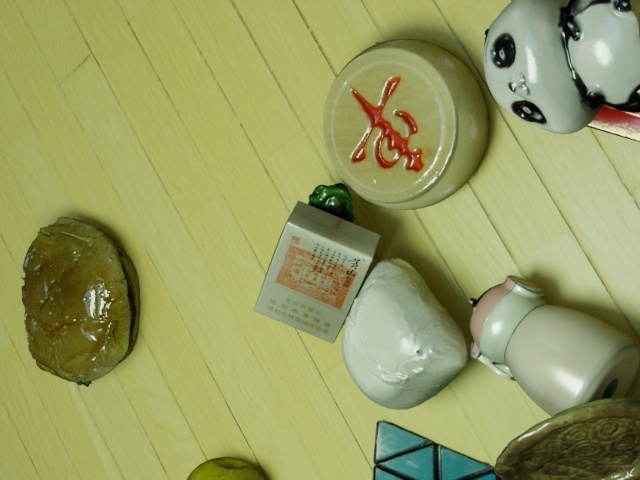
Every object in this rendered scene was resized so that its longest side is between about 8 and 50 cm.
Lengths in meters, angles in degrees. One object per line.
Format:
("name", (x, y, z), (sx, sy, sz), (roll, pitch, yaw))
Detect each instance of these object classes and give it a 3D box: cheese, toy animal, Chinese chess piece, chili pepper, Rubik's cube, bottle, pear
("cheese", (0.119, 0.149, 1.777), (0.189, 0.154, 0.198), (-52, 57, 29))
("toy animal", (0.316, -0.231, 1.503), (0.235, 0.165, 0.187), (-11, 110, 31))
("Chinese chess piece", (0.120, -0.168, 1.763), (0.251, 0.097, 0.250), (5, 100, 32))
("chili pepper", (-0.004, 0.002, 1.852), (0.100, 0.074, 0.257), (16, 132, -5))
("Rubik's cube", (0.170, 0.421, 1.797), (0.229, 0.228, 0.233), (33, 164, -15))
("bottle", (0.306, 0.144, 1.672), (0.236, 0.148, 0.147), (35, 115, 32))
("pear", (-0.159, 0.439, 2.013), (0.149, 0.149, 0.162), (21, 109, 29))

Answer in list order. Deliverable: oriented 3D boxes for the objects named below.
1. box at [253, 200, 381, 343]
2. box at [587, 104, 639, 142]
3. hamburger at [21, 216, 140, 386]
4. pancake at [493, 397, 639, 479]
("box", (-0.007, 0.050, 1.803), (0.141, 0.058, 0.201), (24, 132, 0))
("box", (0.402, -0.260, 1.586), (0.153, 0.074, 0.239), (20, 107, 25))
("hamburger", (-0.407, 0.120, 2.132), (0.211, 0.132, 0.308), (10, 101, 34))
("pancake", (0.356, 0.282, 1.617), (0.250, 0.250, 0.031), (-38, 42, 31))
